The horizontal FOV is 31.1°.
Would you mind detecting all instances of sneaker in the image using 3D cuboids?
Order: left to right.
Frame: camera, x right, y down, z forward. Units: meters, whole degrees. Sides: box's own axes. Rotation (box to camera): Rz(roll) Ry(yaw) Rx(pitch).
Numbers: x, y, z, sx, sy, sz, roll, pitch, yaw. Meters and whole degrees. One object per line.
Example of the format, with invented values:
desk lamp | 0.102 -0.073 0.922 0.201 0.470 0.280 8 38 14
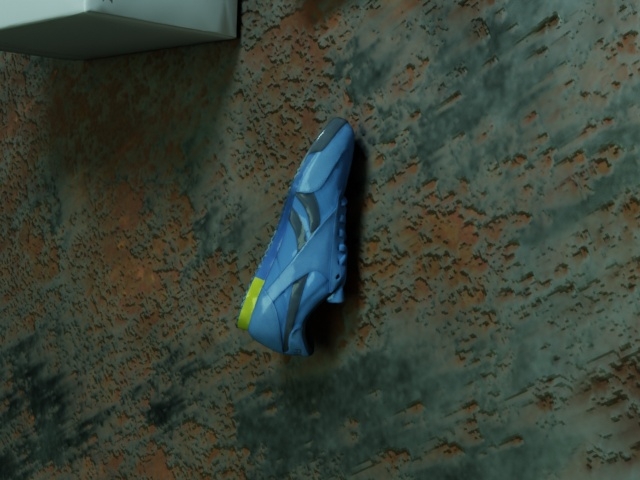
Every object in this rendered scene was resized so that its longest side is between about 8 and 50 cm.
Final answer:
sneaker | 0.000 0.000 0.988 0.082 0.069 0.209 23 100 10

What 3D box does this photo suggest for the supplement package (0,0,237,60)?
supplement package | -0.235 -0.284 1.145 0.293 0.175 0.177 4 91 47
